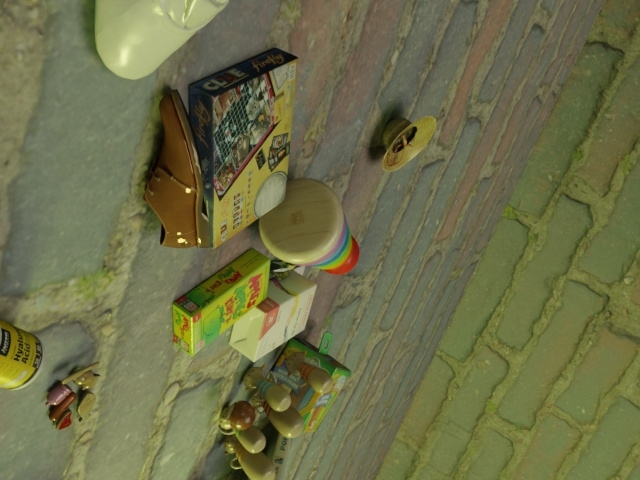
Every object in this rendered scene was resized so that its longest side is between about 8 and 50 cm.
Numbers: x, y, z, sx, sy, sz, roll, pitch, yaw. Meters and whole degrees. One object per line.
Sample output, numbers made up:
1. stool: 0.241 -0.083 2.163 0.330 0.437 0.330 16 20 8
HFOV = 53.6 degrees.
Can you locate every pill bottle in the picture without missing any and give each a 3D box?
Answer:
1. pill bottle: -0.345 0.112 0.653 0.065 0.065 0.116 -54 156 -12

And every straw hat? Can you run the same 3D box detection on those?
1. straw hat: 0.161 -0.213 1.286 0.144 0.061 0.144 -33 155 -18

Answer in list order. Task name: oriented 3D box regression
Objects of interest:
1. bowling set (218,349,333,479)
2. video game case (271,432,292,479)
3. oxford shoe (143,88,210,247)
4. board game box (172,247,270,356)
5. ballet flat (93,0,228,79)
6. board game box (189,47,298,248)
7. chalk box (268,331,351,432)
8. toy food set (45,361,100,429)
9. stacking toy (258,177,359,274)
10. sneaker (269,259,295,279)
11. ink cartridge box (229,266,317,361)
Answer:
1. bowling set: -0.129 0.327 1.278 0.287 0.154 0.200 -55 136 -8
2. video game case: -0.119 0.593 1.538 0.300 0.036 0.329 -73 179 -59
3. oxford shoe: -0.180 -0.077 0.769 0.075 0.076 0.212 -7 122 -12
4. board game box: -0.158 0.097 1.032 0.181 0.043 0.092 -37 148 -41
5. ballet flat: -0.088 -0.324 0.580 0.139 0.139 0.401 5 114 -64
6. board game box: -0.106 -0.125 0.881 0.165 0.042 0.243 -38 148 -41
7. chalk box: -0.024 0.307 1.430 0.213 0.132 0.132 -58 157 -3
8. toy food set: -0.334 0.209 0.847 0.078 0.019 0.122 -25 147 -52
9. stacking toy: 0.000 0.000 1.155 0.141 0.141 0.330 -58 163 -4
10. sneaker: -0.074 0.057 1.168 0.083 0.031 0.035 -4 122 -62
11. ink cartridge box: -0.076 0.132 1.206 0.198 0.067 0.115 -27 140 -52
